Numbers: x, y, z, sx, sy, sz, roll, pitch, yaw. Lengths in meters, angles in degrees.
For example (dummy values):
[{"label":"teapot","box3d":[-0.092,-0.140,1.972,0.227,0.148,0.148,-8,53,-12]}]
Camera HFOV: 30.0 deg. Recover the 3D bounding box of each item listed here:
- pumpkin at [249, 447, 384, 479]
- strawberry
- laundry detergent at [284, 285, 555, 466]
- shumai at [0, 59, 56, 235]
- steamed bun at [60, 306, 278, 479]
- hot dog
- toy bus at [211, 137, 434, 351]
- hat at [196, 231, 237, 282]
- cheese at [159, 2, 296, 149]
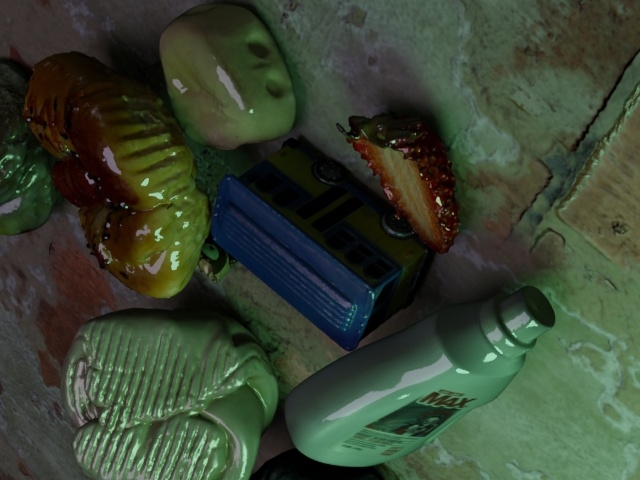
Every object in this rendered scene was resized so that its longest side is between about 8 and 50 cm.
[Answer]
[{"label":"pumpkin","box3d":[0.002,0.492,1.997,0.315,0.238,0.315,8,104,38]},{"label":"strawberry","box3d":[0.125,-0.092,1.602,0.167,0.087,0.208,27,153,45]},{"label":"laundry detergent","box3d":[0.163,0.183,1.648,0.398,0.264,0.125,-37,53,35]},{"label":"shumai","box3d":[-0.596,-0.147,2.228,0.309,0.304,0.263,18,162,34]},{"label":"steamed bun","box3d":[-0.261,0.278,2.076,0.367,0.255,0.342,14,88,6]},{"label":"hot dog","box3d":[-0.306,-0.092,1.848,0.365,0.196,0.367,27,141,55]},{"label":"toy bus","box3d":[0.000,0.000,1.702,0.287,0.175,0.138,38,138,20]},{"label":"hat","box3d":[-0.180,0.024,1.991,0.077,0.059,0.076,33,152,32]},{"label":"cheese","box3d":[-0.143,-0.227,1.738,0.235,0.117,0.218,47,141,16]}]
